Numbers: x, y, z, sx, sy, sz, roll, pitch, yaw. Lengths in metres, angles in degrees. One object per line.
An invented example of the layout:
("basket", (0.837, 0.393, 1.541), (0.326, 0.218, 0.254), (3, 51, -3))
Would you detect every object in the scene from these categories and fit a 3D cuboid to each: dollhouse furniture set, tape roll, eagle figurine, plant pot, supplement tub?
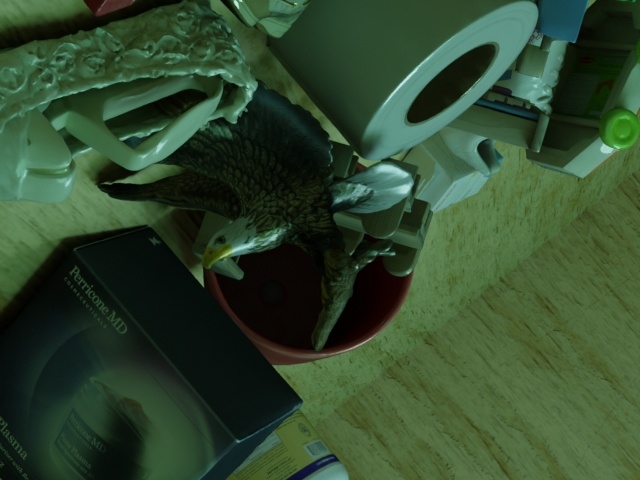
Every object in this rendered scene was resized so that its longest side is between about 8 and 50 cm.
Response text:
("dollhouse furniture set", (-0.004, -0.015, 1.795), (0.212, 0.242, 0.161), (58, 50, -75))
("tape roll", (0.089, -0.226, 1.637), (0.246, 0.169, 0.246), (-37, 165, -12))
("eagle figurine", (-0.074, -0.048, 1.585), (0.226, 0.298, 0.225), (-53, 167, 17))
("plant pot", (-0.038, 0.045, 2.005), (0.275, 0.275, 0.243), (-33, 174, -20))
("supplement tub", (-0.142, 0.310, 2.334), (0.241, 0.331, 0.241), (-36, 164, -12))
("dollhouse furniture set", (0.217, -0.294, 1.949), (0.286, 0.198, 0.303), (-77, -177, -80))

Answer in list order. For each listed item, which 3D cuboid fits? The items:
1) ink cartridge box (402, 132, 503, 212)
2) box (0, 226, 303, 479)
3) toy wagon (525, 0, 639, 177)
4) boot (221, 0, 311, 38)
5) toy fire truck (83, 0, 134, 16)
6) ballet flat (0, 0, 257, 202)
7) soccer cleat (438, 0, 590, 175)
("ink cartridge box", (0.191, -0.111, 2.360), (0.143, 0.090, 0.092), (-24, 159, -41))
("box", (-0.238, 0.194, 1.820), (0.294, 0.296, 0.182), (-47, 169, 23))
("toy wagon", (0.407, -0.259, 2.187), (0.344, 0.068, 0.267), (-64, -156, 0))
("boot", (-0.023, -0.272, 1.422), (0.165, 0.077, 0.213), (-41, 170, 11))
("toy fire truck", (-0.199, -0.230, 1.186), (0.192, 0.047, 0.135), (-20, 157, -49))
("ballet flat", (-0.217, -0.108, 1.336), (0.409, 0.147, 0.147), (-27, 161, -36))
("soccer cleat", (0.298, -0.229, 2.167), (0.116, 0.143, 0.331), (-20, 155, -51))
